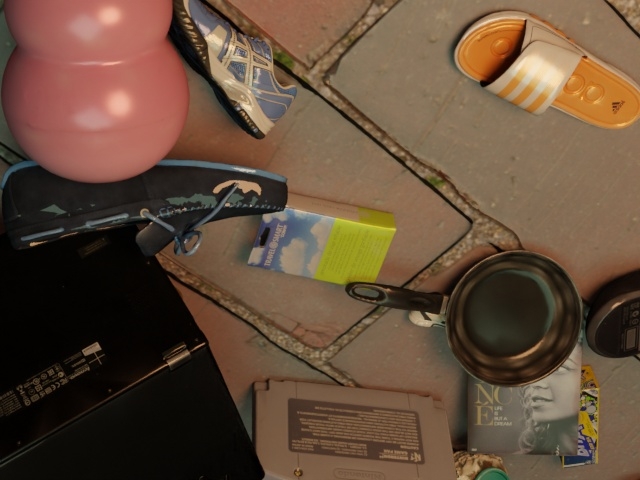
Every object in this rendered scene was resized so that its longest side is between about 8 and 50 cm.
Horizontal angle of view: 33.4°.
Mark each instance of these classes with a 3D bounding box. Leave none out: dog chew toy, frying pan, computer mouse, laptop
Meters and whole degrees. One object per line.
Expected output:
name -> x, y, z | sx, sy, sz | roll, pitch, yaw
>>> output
dog chew toy -> -0.249, -0.234, 1.157 | 0.207, 0.206, 0.331 | -1, 118, -4
frying pan -> 0.205, 0.120, 1.488 | 0.326, 0.053, 0.197 | -10, 102, -4
computer mouse -> 0.492, 0.092, 1.526 | 0.272, 0.072, 0.188 | -11, 125, -12
laptop -> -0.333, 0.214, 1.370 | 0.382, 0.408, 0.236 | -30, 163, -16

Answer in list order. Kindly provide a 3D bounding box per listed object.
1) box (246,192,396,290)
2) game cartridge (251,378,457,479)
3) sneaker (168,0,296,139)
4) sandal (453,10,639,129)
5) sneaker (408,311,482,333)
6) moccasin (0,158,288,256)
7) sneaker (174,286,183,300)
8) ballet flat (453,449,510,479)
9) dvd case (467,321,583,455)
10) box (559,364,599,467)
box -> 0.000, 0.000, 1.431 | 0.178, 0.042, 0.109 | 12, 124, -12
game cartridge -> 0.046, 0.302, 1.558 | 0.297, 0.198, 0.062 | 8, 136, -9
sneaker -> -0.109, -0.221, 1.255 | 0.081, 0.080, 0.211 | -42, 119, -9
sandal -> 0.291, -0.193, 1.292 | 0.265, 0.076, 0.102 | 19, 122, -17
sneaker -> 0.182, 0.103, 1.522 | 0.109, 0.040, 0.043 | 7, 123, -10
moccasin -> -0.211, -0.033, 1.305 | 0.342, 0.138, 0.116 | -1, 83, 0
sneaker -> -0.290, 0.088, 1.467 | 0.192, 0.064, 0.086 | 10, 132, -11
ballet flat -> 0.148, 0.498, 1.648 | 0.147, 0.147, 0.409 | 47, 72, -30
dvd case -> 0.300, 0.219, 1.579 | 0.165, 0.018, 0.221 | 0, 110, 7
box -> 0.396, 0.274, 1.654 | 0.059, 0.054, 0.168 | -8, 126, 2
